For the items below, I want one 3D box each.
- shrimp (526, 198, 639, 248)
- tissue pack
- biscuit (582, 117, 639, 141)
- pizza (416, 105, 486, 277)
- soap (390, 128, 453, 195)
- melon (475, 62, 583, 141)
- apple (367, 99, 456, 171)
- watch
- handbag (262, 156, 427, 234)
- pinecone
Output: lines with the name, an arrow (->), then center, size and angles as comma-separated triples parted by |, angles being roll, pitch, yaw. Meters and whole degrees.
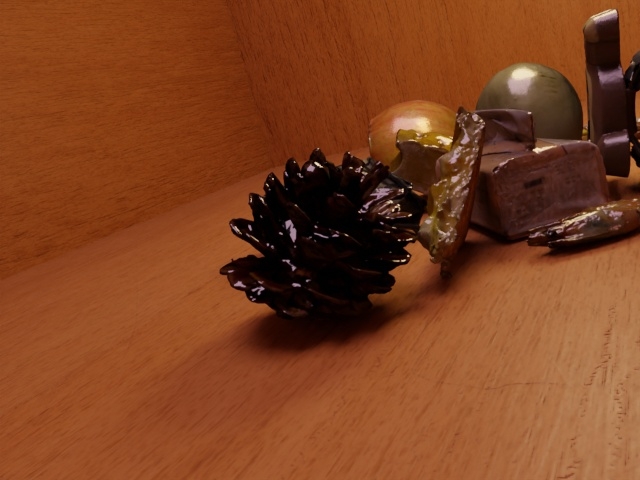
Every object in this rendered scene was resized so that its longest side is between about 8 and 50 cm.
shrimp -> 0.430, -0.026, 0.989 | 0.217, 0.051, 0.115 | -18, 6, -8
tissue pack -> 0.373, -0.150, 1.199 | 0.238, 0.238, 0.305 | -16, 13, -5
biscuit -> 0.712, -0.270, 1.685 | 0.432, 0.064, 0.283 | -21, 14, -25
pizza -> 0.209, -0.061, 1.007 | 0.075, 0.280, 0.288 | 13, 33, 17
soap -> 0.308, -0.197, 1.573 | 0.259, 0.143, 0.281 | 15, 15, 5
melon -> 0.511, -0.292, 1.497 | 0.271, 0.308, 0.272 | -19, -13, -5
apple -> 0.330, -0.312, 2.037 | 0.309, 0.314, 0.252 | -11, -29, 20
watch -> 0.672, -0.280, 1.137 | 0.327, 0.335, 0.314 | -3, 16, 23
handbag -> 0.034, -0.064, 1.404 | 0.325, 0.162, 0.327 | -21, 21, -9
pinecone -> -0.002, -0.006, 0.936 | 0.296, 0.242, 0.298 | -44, 23, 5
